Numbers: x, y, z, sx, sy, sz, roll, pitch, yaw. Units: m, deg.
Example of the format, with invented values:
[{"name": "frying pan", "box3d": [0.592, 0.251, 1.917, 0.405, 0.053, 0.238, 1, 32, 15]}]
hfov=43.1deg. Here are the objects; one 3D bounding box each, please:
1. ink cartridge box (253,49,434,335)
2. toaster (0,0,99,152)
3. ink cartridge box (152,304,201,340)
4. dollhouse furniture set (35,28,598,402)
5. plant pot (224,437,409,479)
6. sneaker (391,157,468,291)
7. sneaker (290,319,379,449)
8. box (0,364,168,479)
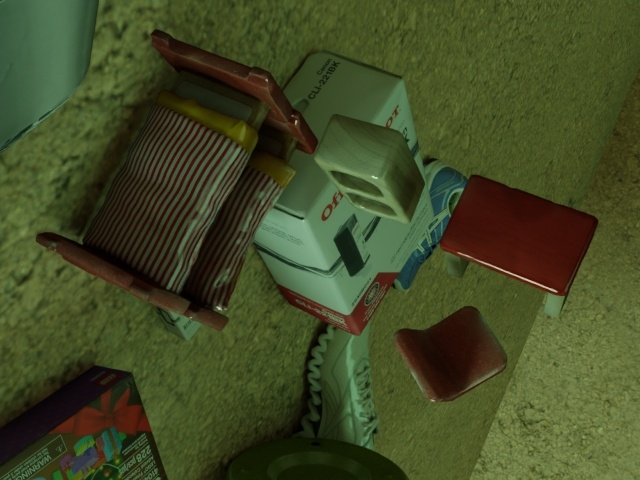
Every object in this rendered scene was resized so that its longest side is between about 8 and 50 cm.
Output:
[{"name": "ink cartridge box", "box3d": [0.022, -0.046, 0.920, 0.197, 0.114, 0.273, -56, 151, -19]}, {"name": "toaster", "box3d": [-0.209, -0.108, 0.400, 0.227, 0.129, 0.146, -46, 171, -31]}, {"name": "ink cartridge box", "box3d": [-0.139, 0.056, 0.801, 0.048, 0.028, 0.083, -53, 150, -26]}, {"name": "dollhouse furniture set", "box3d": [0.000, 0.000, 0.636, 0.201, 0.374, 0.152, -65, 158, -7]}, {"name": "plant pot", "box3d": [-0.014, 0.462, 1.050, 0.366, 0.366, 0.353, -11, 109, -59]}, {"name": "sneaker", "box3d": [0.162, -0.016, 1.238, 0.080, 0.081, 0.211, 0, 112, -63]}, {"name": "sneaker", "box3d": [0.039, 0.232, 1.172, 0.110, 0.118, 0.292, -16, 123, -55]}, {"name": "box", "box3d": [-0.248, 0.264, 0.666, 0.293, 0.057, 0.201, -36, 120, -46]}]
